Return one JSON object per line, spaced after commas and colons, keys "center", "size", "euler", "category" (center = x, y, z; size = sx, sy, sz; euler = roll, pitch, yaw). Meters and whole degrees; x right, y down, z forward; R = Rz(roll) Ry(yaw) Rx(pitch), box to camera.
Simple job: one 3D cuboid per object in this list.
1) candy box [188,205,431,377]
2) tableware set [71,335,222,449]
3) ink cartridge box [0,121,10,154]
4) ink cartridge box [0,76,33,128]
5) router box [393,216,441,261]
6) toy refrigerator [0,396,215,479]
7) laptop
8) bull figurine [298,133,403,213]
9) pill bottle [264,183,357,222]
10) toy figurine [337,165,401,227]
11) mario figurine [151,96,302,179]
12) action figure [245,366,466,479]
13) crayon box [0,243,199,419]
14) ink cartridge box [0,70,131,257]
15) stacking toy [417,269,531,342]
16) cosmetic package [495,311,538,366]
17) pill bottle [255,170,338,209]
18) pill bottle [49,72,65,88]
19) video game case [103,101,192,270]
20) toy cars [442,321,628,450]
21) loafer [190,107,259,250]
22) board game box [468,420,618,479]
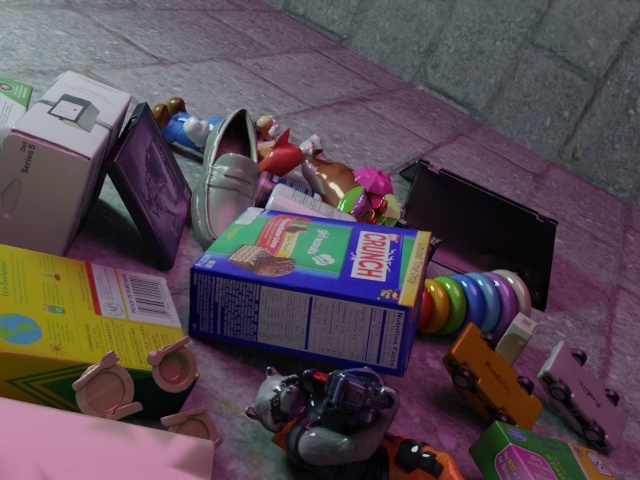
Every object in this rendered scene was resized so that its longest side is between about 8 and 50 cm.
{"center": [-0.004, 0.062, 1.106], "size": [0.317, 0.122, 0.268], "euler": [10, 24, 9], "category": "candy box"}
{"center": [-0.185, 0.193, 0.804], "size": [0.141, 0.020, 0.169], "euler": [-22, 93, -39], "category": "tableware set"}
{"center": [-0.558, -0.094, 0.928], "size": [0.168, 0.171, 0.232], "euler": [32, 26, 12], "category": "ink cartridge box"}
{"center": [-0.615, -0.201, 1.141], "size": [0.278, 0.117, 0.201], "euler": [15, 27, -23], "category": "ink cartridge box"}
{"center": [0.167, 0.030, 1.428], "size": [0.092, 0.122, 0.038], "euler": [31, 30, 13], "category": "router box"}
{"center": [-0.245, 0.215, 0.684], "size": [0.269, 0.102, 0.094], "euler": [17, 49, -18], "category": "toy refrigerator"}
{"center": [0.363, -0.019, 1.827], "size": [0.381, 0.236, 0.408], "euler": [25, -3, -4], "category": "laptop"}
{"center": [0.061, -0.103, 1.592], "size": [0.188, 0.101, 0.310], "euler": [5, 44, -40], "category": "bull figurine"}
{"center": [0.000, 0.000, 1.317], "size": [0.229, 0.131, 0.131], "euler": [24, 25, -4], "category": "pill bottle"}
{"center": [0.083, -0.068, 1.394], "size": [0.130, 0.159, 0.173], "euler": [28, 70, 14], "category": "toy figurine"}
{"center": [-0.187, -0.238, 1.541], "size": [0.320, 0.170, 0.198], "euler": [19, 60, 3], "category": "mario figurine"}
{"center": [0.057, 0.252, 0.839], "size": [0.330, 0.179, 0.341], "euler": [28, -6, 16], "category": "action figure"}
{"center": [-0.321, 0.100, 0.857], "size": [0.318, 0.081, 0.202], "euler": [16, 26, -34], "category": "crayon box"}
{"center": [-0.387, -0.109, 1.085], "size": [0.114, 0.198, 0.273], "euler": [21, 26, -13], "category": "ink cartridge box"}
{"center": [0.218, 0.117, 1.314], "size": [0.330, 0.141, 0.141], "euler": [4, 33, -31], "category": "stacking toy"}
{"center": [0.335, 0.190, 1.288], "size": [0.041, 0.115, 0.060], "euler": [33, 27, 17], "category": "cosmetic package"}
{"center": [-0.054, -0.062, 1.427], "size": [0.169, 0.094, 0.094], "euler": [23, 25, -6], "category": "pill bottle"}
{"center": [-0.487, -0.272, 1.432], "size": [0.086, 0.086, 0.152], "euler": [11, 30, -29], "category": "pill bottle"}
{"center": [-0.278, -0.098, 1.217], "size": [0.026, 0.196, 0.274], "euler": [-19, 28, 7], "category": "video game case"}
{"center": [0.347, 0.251, 1.212], "size": [0.393, 0.087, 0.177], "euler": [14, 63, -28], "category": "toy cars"}
{"center": [-0.167, -0.111, 1.322], "size": [0.112, 0.111, 0.320], "euler": [14, 49, -24], "category": "loafer"}
{"center": [0.358, 0.392, 0.937], "size": [0.242, 0.064, 0.316], "euler": [23, 24, -33], "category": "board game box"}
